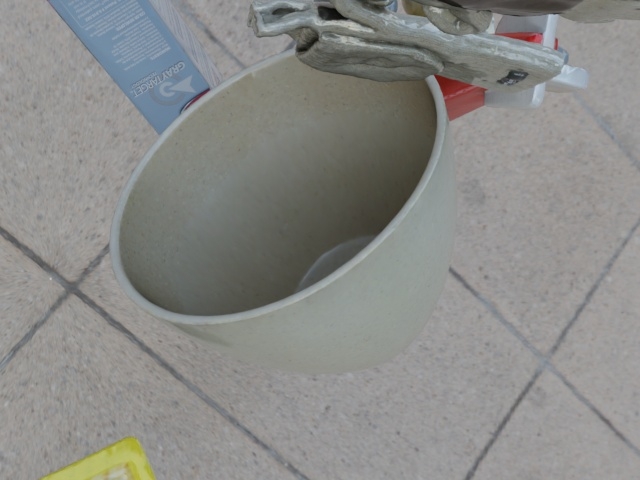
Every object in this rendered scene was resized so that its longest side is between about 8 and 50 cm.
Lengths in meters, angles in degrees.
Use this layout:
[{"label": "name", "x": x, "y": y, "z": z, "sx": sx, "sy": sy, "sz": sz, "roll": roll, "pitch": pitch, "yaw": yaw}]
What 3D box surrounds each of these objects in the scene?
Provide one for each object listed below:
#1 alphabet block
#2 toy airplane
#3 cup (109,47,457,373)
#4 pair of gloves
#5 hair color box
[{"label": "alphabet block", "x": -0.320, "y": 0.416, "z": 1.037, "sx": 0.193, "sy": 0.197, "sz": 0.192, "roll": -24, "pitch": 76, "yaw": -25}, {"label": "toy airplane", "x": 0.171, "y": -0.266, "z": 0.995, "sx": 0.384, "sy": 0.386, "sz": 0.273, "roll": -5, "pitch": 79, "yaw": 12}, {"label": "cup", "x": 0.000, "y": 0.000, "z": 0.720, "sx": 0.331, "sy": 0.331, "sz": 0.237, "roll": -51, "pitch": 135, "yaw": -15}, {"label": "pair of gloves", "x": 0.056, "y": -0.129, "z": 0.391, "sx": 0.204, "sy": 0.240, "sz": 0.042, "roll": 5, "pitch": 91, "yaw": -3}, {"label": "hair color box", "x": -0.270, "y": -0.311, "z": 1.061, "sx": 0.113, "sy": 0.185, "sz": 0.374, "roll": -29, "pitch": 133, "yaw": 7}]
